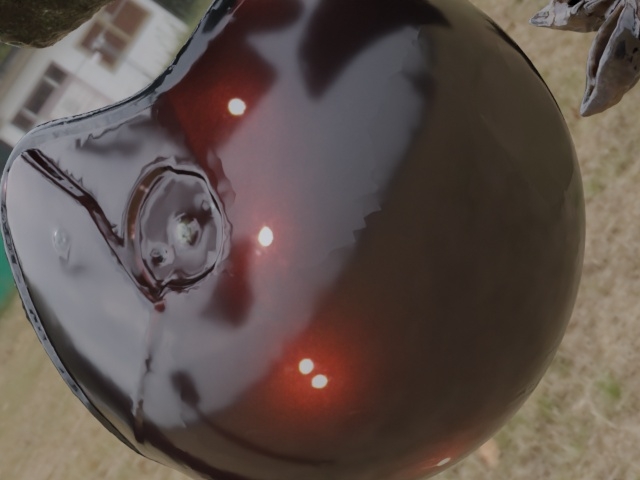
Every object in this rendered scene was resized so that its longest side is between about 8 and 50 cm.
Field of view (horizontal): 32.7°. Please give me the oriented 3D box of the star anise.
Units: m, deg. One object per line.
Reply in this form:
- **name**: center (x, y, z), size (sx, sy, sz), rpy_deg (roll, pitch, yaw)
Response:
- **star anise**: center (0.250, -0.209, 0.793), size (0.230, 0.081, 0.262), rpy_deg (-117, 33, -46)

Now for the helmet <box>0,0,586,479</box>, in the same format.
- **helmet**: center (0.000, 0.000, 0.417), size (0.189, 0.193, 0.216), rpy_deg (-5, -62, -52)

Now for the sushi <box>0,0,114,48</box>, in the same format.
- **sushi**: center (-0.267, -0.241, 0.843), size (0.127, 0.225, 0.124), rpy_deg (-37, 49, 16)
